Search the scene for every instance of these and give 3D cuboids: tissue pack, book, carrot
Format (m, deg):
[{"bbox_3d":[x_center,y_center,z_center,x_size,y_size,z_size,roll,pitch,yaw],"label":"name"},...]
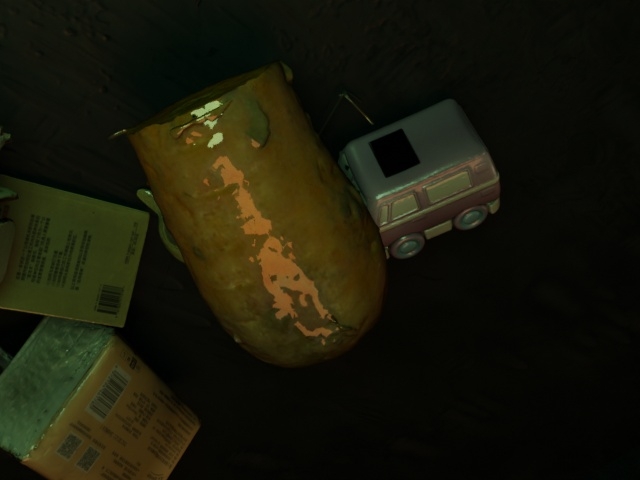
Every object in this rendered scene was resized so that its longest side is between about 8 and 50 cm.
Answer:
[{"bbox_3d":[-0.368,0.262,1.156,0.239,0.238,0.305,-22,140,3],"label":"tissue pack"},{"bbox_3d":[-0.339,0.015,0.941,0.231,0.026,0.161,16,85,-34],"label":"book"},{"bbox_3d":[-0.060,-0.022,0.878,0.224,0.224,0.340,-25,110,6],"label":"carrot"}]

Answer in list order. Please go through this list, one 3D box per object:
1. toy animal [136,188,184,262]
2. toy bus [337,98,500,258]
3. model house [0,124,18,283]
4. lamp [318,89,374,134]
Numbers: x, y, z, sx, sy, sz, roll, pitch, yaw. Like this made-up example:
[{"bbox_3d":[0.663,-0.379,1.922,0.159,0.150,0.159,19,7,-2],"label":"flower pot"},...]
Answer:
[{"bbox_3d":[-0.175,-0.026,1.006,0.098,0.137,0.098,-50,170,-13],"label":"toy animal"},{"bbox_3d":[0.123,-0.080,1.009,0.203,0.142,0.142,-24,144,3],"label":"toy bus"},{"bbox_3d":[-0.476,-0.004,0.788,0.244,0.169,0.326,22,107,8],"label":"model house"},{"bbox_3d":[0.008,-0.140,0.978,0.054,0.041,0.121,31,123,-32],"label":"lamp"}]
